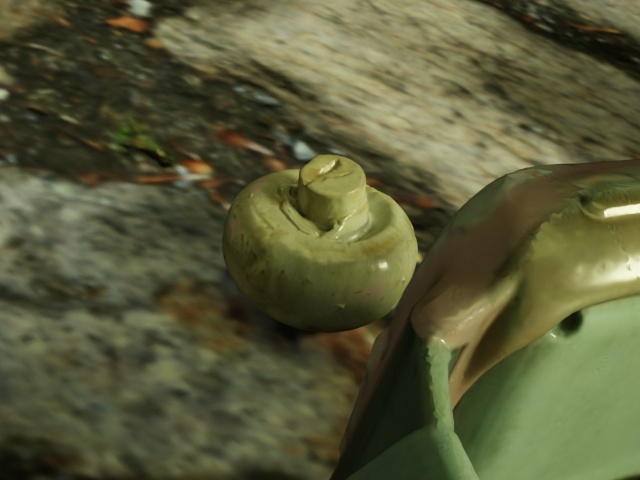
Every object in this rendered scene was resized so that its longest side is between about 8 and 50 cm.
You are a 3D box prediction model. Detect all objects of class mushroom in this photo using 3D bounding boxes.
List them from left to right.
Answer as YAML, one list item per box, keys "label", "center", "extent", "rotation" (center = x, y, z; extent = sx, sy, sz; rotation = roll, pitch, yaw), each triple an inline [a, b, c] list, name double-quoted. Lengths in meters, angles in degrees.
- label: "mushroom"
  center: [0.000, 0.000, 0.739]
  extent: [0.084, 0.067, 0.083]
  rotation: [8, 37, -6]

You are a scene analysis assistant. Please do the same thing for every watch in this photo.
- label: "watch"
  center: [0.128, 0.101, 0.561]
  extent: [0.253, 0.161, 0.241]
  rotation: [-6, 42, -32]
